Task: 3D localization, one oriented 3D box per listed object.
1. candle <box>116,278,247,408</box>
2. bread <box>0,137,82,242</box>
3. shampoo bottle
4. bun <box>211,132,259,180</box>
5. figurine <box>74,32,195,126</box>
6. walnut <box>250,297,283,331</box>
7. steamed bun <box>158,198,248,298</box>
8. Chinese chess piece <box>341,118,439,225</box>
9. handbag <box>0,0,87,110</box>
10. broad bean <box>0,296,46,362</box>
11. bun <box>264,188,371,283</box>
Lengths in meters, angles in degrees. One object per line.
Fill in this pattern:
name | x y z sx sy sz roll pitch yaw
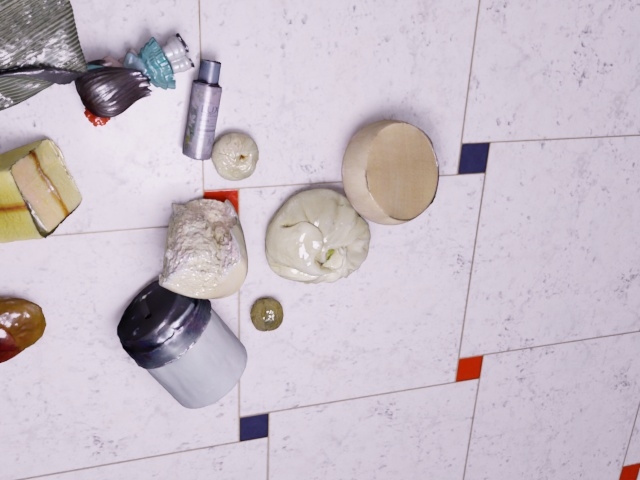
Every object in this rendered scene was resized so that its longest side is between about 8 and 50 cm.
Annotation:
candle | -0.304 0.262 1.657 0.221 0.221 0.342 -36 122 -1
bread | -0.669 -0.099 1.466 0.264 0.163 0.167 -6 120 17
shampoo bottle | -0.253 -0.282 1.513 0.072 0.072 0.214 5 111 -22
bun | -0.191 -0.186 1.579 0.115 0.069 0.115 -7 116 -15
figurine | -0.379 -0.330 1.431 0.246 0.110 0.138 -28 137 -13
walnut | -0.135 0.187 1.762 0.092 0.092 0.092 -8 115 -16
steamed bun | -0.252 0.002 1.555 0.200 0.225 0.170 20 133 -39
Chinese chess piece | 0.167 -0.160 1.648 0.250 0.103 0.249 -1 91 -36
handbag | -0.599 -0.369 1.265 0.341 0.247 0.240 -29 131 -8
broad bean | -0.723 0.205 1.536 0.229 0.122 0.156 -14 115 -10
bun | 0.000 0.000 1.681 0.259 0.160 0.259 -6 112 -15
